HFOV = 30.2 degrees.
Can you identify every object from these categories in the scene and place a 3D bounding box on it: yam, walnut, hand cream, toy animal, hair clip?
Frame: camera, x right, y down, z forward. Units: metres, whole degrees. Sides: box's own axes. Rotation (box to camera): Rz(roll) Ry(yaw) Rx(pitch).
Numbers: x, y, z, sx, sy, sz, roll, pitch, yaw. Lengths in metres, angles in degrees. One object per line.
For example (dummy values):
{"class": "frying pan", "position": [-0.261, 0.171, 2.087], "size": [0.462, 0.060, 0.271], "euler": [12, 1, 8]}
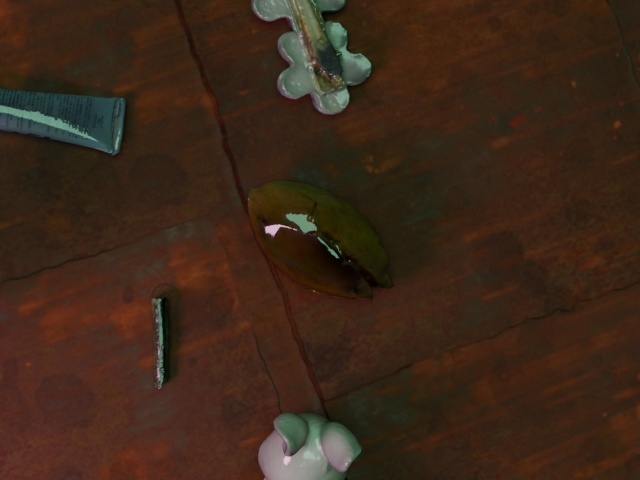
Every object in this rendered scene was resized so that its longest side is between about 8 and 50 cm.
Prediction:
{"class": "yam", "position": [-0.228, 0.146, 1.692], "size": [0.027, 0.033, 0.130], "euler": [1, 87, -29]}
{"class": "walnut", "position": [0.000, 0.000, 1.672], "size": [0.245, 0.137, 0.137], "euler": [32, 82, 0]}
{"class": "hand cream", "position": [-0.410, -0.180, 1.705], "size": [0.255, 0.055, 0.088], "euler": [7, 75, -5]}
{"class": "toy animal", "position": [-0.027, 0.331, 1.605], "size": [0.127, 0.178, 0.193], "euler": [17, 84, -4]}
{"class": "hair clip", "position": [-0.017, -0.309, 1.740], "size": [0.146, 0.075, 0.257], "euler": [-19, 78, -8]}
